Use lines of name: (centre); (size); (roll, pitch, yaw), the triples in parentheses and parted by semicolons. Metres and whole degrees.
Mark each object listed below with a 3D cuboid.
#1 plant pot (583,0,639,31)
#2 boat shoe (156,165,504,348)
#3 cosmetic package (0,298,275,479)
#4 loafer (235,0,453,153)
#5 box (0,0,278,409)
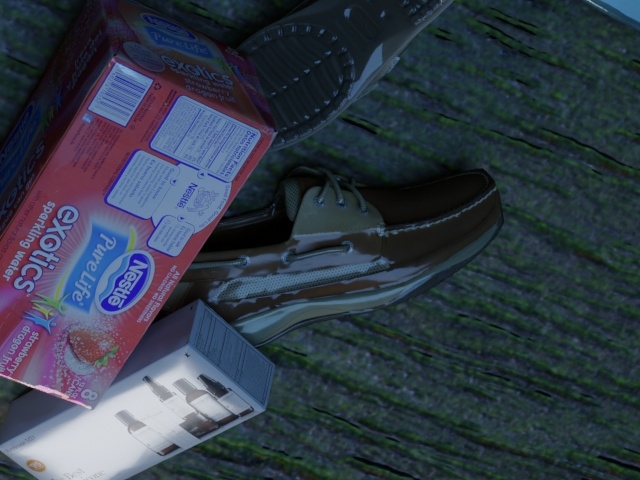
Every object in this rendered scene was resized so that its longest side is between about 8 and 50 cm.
plant pot: (0.300, -0.255, 1.579); (0.234, 0.165, 0.165); (14, 108, -13)
boat shoe: (0.000, 0.000, 1.617); (0.324, 0.122, 0.120); (-21, 113, -8)
cosmetic package: (-0.161, 0.143, 1.599); (0.239, 0.060, 0.099); (-29, 120, 32)
loafer: (0.021, -0.166, 1.566); (0.268, 0.092, 0.102); (-35, 88, 16)
box: (-0.181, -0.033, 1.507); (0.154, 0.142, 0.300); (24, 114, -24)
